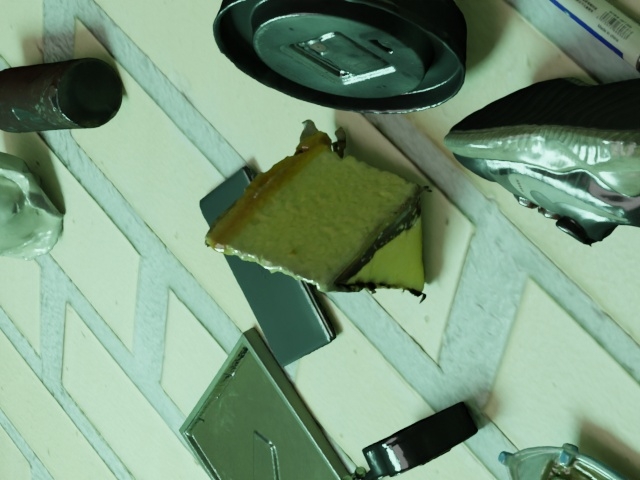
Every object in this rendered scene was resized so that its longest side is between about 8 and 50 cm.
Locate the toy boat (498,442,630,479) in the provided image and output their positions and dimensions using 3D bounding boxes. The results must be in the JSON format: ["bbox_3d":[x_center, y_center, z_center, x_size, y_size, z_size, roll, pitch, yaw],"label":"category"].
[{"bbox_3d":[0.201,0.201,1.330,0.173,0.059,0.069,33,103,43],"label":"toy boat"}]

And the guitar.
[{"bbox_3d":[0.059,0.194,1.579,0.038,0.084,0.271,63,158,8],"label":"guitar"}]

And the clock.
[{"bbox_3d":[0.016,-0.147,1.279,0.184,0.184,0.040,-28,46,61],"label":"clock"}]

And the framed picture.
[{"bbox_3d":[-0.059,0.222,1.840,0.192,0.018,0.265,57,150,13],"label":"framed picture"}]

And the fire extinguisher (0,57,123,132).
[{"bbox_3d":[-0.299,-0.140,1.872,0.072,0.089,0.267,27,167,-30],"label":"fire extinguisher"}]

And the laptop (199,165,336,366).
[{"bbox_3d":[-0.051,0.026,1.672,0.180,0.016,0.129,62,151,2],"label":"laptop"}]

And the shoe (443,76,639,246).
[{"bbox_3d":[0.173,-0.043,1.174,0.227,0.099,0.112,3,122,57],"label":"shoe"}]

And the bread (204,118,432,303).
[{"bbox_3d":[0.000,0.000,1.439,0.147,0.152,0.127,25,135,37],"label":"bread"}]

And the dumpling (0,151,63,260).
[{"bbox_3d":[-0.356,-0.046,2.034,0.127,0.108,0.188,-3,133,21],"label":"dumpling"}]

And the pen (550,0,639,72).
[{"bbox_3d":[0.147,-0.173,1.177,0.204,0.025,0.025,44,146,32],"label":"pen"}]
